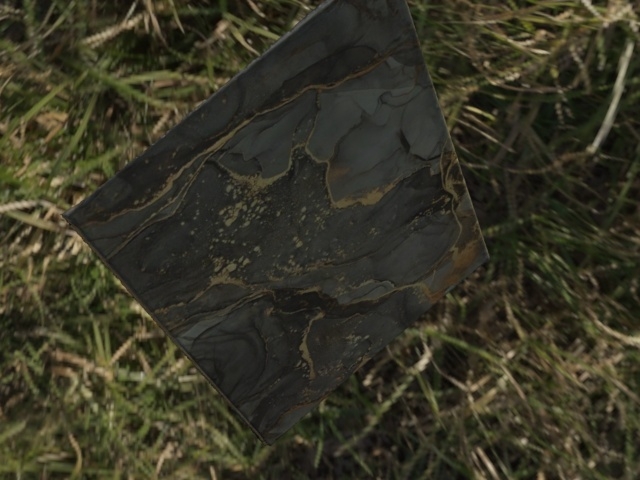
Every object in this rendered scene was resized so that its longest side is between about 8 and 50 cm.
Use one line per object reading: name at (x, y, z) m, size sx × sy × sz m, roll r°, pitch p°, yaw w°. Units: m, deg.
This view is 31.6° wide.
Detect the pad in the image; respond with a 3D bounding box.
pad at (0.000, 0.000, 0.788) m, size 0.247 × 0.007 × 0.367 m, roll -40°, pitch 146°, yaw -8°
